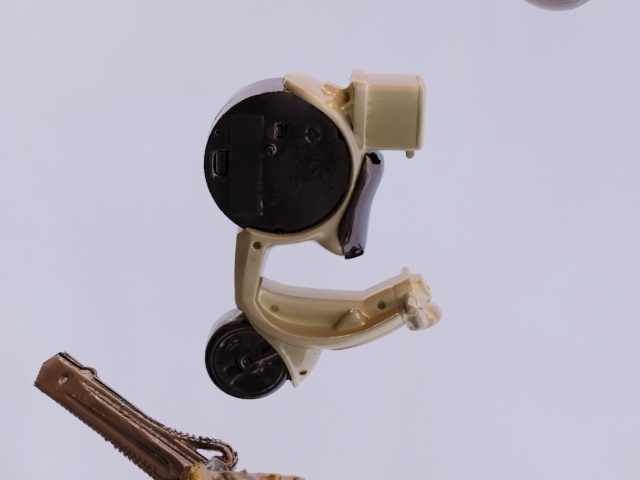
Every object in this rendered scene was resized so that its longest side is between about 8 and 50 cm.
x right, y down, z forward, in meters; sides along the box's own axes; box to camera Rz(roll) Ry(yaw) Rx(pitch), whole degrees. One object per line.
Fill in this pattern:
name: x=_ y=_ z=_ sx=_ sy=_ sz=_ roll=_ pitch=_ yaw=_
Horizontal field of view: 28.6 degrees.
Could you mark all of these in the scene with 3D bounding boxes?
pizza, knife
pizza: x=-0.074 y=0.335 z=1.486 sx=0.036 sy=0.176 sz=0.185 roll=-25 pitch=-98 yaw=55
knife: x=-0.246 y=0.237 z=1.621 sx=0.365 sy=0.089 sz=0.043 roll=25 pitch=-37 yaw=36

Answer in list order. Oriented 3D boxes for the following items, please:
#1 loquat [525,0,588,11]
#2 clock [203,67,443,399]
loquat: x=0.273 y=-0.336 z=1.417 sx=0.152 sy=0.195 sz=0.152 roll=2 pitch=-83 yaw=16
clock: x=0.000 y=0.000 z=1.405 sx=0.120 sy=0.276 sz=0.379 roll=-89 pitch=177 yaw=-68
